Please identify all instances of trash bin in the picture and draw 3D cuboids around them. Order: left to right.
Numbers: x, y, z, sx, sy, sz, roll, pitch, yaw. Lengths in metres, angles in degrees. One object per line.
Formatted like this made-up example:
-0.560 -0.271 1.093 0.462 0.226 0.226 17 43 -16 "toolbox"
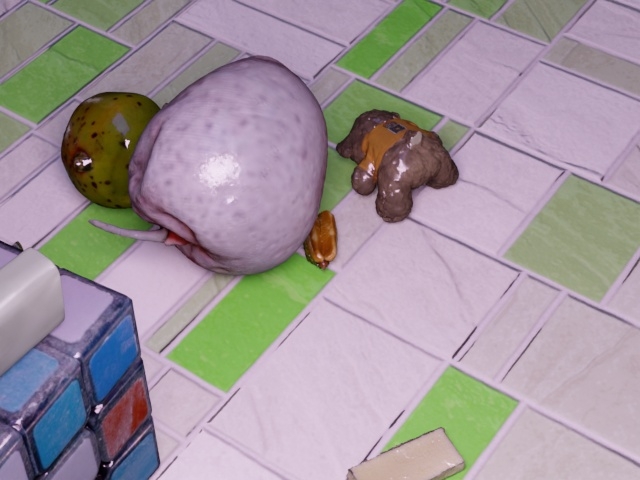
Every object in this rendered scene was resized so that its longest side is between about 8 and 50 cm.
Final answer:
-0.352 0.088 1.400 0.059 0.116 0.130 32 53 20 "trash bin"

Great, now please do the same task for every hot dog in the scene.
0.000 0.000 1.989 0.056 0.041 0.133 -4 40 -1 "hot dog"

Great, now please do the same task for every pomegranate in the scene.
-0.312 -0.167 2.044 0.198 0.198 0.246 21 62 21 "pomegranate"

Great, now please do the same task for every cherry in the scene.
-0.136 -0.113 1.880 0.291 0.335 0.326 27 12 25 "cherry"

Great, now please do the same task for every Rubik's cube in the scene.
-0.443 0.228 1.581 0.362 0.359 0.363 23 53 24 "Rubik's cube"

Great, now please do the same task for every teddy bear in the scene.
0.118 -0.143 2.054 0.177 0.140 0.190 -32 45 -21 "teddy bear"

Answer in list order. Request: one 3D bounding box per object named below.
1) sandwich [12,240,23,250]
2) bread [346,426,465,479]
-0.510 0.041 1.980 0.101 0.026 0.069 -28 53 -20 "sandwich"
0.117 0.310 1.700 0.153 0.028 0.068 -22 50 -18 "bread"
